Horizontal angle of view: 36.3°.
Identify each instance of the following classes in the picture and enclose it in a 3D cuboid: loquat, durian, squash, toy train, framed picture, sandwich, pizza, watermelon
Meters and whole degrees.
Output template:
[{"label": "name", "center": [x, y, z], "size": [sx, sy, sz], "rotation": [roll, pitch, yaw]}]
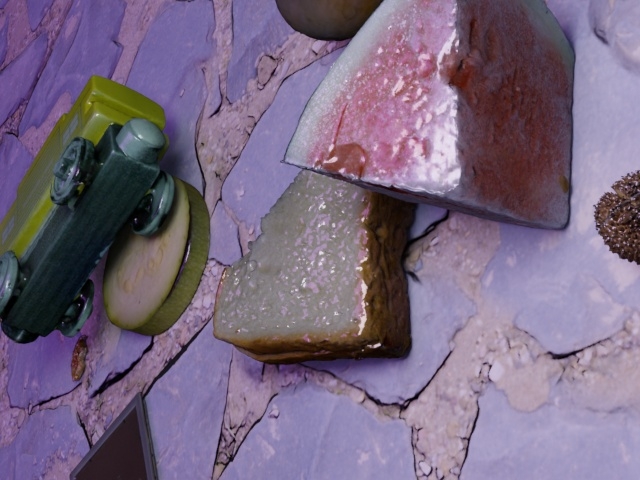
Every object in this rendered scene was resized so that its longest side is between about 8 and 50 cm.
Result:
[{"label": "loquat", "center": [0.025, -0.350, 1.179], "size": [0.179, 0.179, 0.227], "rotation": [-7, 72, 52]}, {"label": "durian", "center": [0.266, -0.015, 0.792], "size": [0.080, 0.080, 0.091], "rotation": [-44, 54, 33]}, {"label": "squash", "center": [-0.251, 0.020, 1.501], "size": [0.252, 0.049, 0.252], "rotation": [-27, 53, 43]}, {"label": "toy train", "center": [-0.383, -0.047, 1.524], "size": [0.442, 0.179, 0.272], "rotation": [-51, 34, 24]}, {"label": "framed picture", "center": [-0.291, 0.402, 1.407], "size": [0.232, 0.019, 0.296], "rotation": [-48, 41, 29]}, {"label": "sandwich", "center": [-0.003, -0.001, 1.108], "size": [0.254, 0.100, 0.288], "rotation": [-6, 71, 46]}, {"label": "pizza", "center": [-0.410, 0.199, 1.656], "size": [0.037, 0.016, 0.083], "rotation": [-12, 64, 44]}, {"label": "watermelon", "center": [0.130, -0.115, 0.898], "size": [0.261, 0.213, 0.201], "rotation": [-57, 38, 20]}]
